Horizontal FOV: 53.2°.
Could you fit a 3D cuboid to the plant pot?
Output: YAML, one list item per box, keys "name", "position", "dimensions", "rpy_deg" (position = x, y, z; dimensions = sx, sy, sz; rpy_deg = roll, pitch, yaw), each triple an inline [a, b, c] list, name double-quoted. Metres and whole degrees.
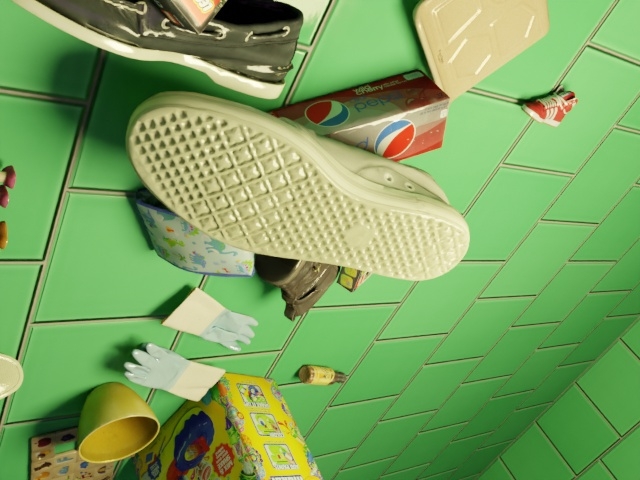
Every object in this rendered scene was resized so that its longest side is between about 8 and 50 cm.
- name: "plant pot"
  position: [-0.355, 0.301, 1.093]
  dimensions: [0.134, 0.095, 0.134]
  rpy_deg: [-21, 142, -17]

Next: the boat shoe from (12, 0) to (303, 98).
- name: "boat shoe"
  position: [-0.141, -0.235, 0.618]
  dimensions: [0.340, 0.127, 0.113]
  rpy_deg: [10, 125, -45]

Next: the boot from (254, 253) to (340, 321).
- name: "boot"
  position: [0.000, 0.000, 1.028]
  dimensions: [0.263, 0.091, 0.229]
  rpy_deg: [-51, 159, -6]

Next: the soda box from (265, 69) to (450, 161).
- name: "soda box"
  position: [0.044, -0.150, 0.885]
  dimensions: [0.263, 0.083, 0.092]
  rpy_deg: [-18, 140, -17]

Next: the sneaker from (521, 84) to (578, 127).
- name: "sneaker"
  position: [0.390, -0.232, 1.082]
  dimensions: [0.118, 0.042, 0.067]
  rpy_deg: [-1, 137, -46]

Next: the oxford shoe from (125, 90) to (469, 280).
- name: "oxford shoe"
  position: [-0.015, -0.066, 0.776]
  dimensions: [0.449, 0.130, 0.169]
  rpy_deg: [17, 128, -28]

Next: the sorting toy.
- name: "sorting toy"
  position: [0.226, -0.308, 0.886]
  dimensions: [0.208, 0.038, 0.193]
  rpy_deg: [-39, 144, 0]

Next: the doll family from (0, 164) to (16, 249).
- name: "doll family"
  position: [-0.438, 0.013, 0.685]
  dimensions: [0.163, 0.118, 0.263]
  rpy_deg: [7, 128, -41]

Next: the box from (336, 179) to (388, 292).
- name: "box"
  position: [0.096, -0.017, 1.075]
  dimensions: [0.114, 0.036, 0.207]
  rpy_deg: [-38, 155, -45]

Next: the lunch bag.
- name: "lunch bag"
  position: [-0.166, -0.019, 0.874]
  dimensions: [0.151, 0.096, 0.129]
  rpy_deg: [1, 140, 4]

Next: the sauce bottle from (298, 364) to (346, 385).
- name: "sauce bottle"
  position: [0.007, 0.297, 1.404]
  dimensions: [0.128, 0.042, 0.042]
  rpy_deg: [16, 122, -49]

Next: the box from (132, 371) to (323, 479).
- name: "box"
  position: [-0.182, 0.462, 1.250]
  dimensions: [0.290, 0.279, 0.177]
  rpy_deg: [-47, 142, 17]

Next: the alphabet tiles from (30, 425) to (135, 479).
- name: "alphabet tiles"
  position: [-0.452, 0.419, 1.230]
  dimensions: [0.198, 0.009, 0.237]
  rpy_deg: [-7, 136, -32]

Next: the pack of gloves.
- name: "pack of gloves"
  position: [-0.225, 0.177, 1.110]
  dimensions: [0.195, 0.046, 0.232]
  rpy_deg: [-48, 146, 0]

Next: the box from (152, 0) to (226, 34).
- name: "box"
  position: [-0.119, -0.295, 0.471]
  dimensions: [0.159, 0.044, 0.233]
  rpy_deg: [-55, 144, -8]

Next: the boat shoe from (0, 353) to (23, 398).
- name: "boat shoe"
  position: [-0.540, 0.204, 0.882]
  dimensions: [0.233, 0.084, 0.079]
  rpy_deg: [-9, 176, -39]
